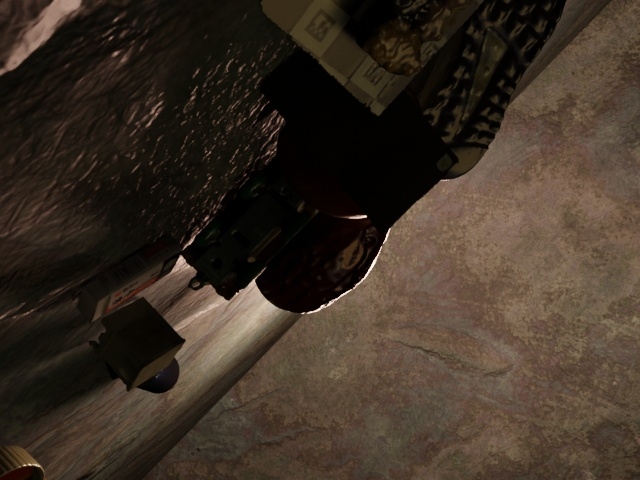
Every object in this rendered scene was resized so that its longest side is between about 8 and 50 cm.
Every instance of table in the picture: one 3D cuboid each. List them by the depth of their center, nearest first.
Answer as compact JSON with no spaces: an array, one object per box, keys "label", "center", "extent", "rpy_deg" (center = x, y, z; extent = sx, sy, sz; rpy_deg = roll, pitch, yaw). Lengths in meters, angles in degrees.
[{"label":"table","center":[-0.236,0.131,0.889],"extent":[0.079,0.083,0.062],"rpy_deg":[-32,164,-53]}]

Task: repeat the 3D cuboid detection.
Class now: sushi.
[{"label":"sushi","center":[0.087,-0.212,0.577],"extent":[0.215,0.050,0.192],"rpy_deg":[-47,142,10]}]

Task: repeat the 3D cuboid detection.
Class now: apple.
[{"label":"apple","center":[0.029,-0.101,0.775],"extent":[0.158,0.156,0.147],"rpy_deg":[-21,-161,41]}]

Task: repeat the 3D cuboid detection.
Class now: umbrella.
[{"label":"umbrella","center":[-0.031,-0.157,0.701],"extent":[0.122,0.022,0.013],"rpy_deg":[-37,-159,23]}]

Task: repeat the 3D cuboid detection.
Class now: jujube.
[{"label":"jujube","center":[0.000,0.000,1.097],"extent":[0.243,0.183,0.183],"rpy_deg":[-38,174,21]}]

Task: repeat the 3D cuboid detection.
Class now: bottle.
[{"label":"bottle","center":[-0.268,0.195,1.084],"extent":[0.082,0.072,0.244],"rpy_deg":[-21,167,-8]}]

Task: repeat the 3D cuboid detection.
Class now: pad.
[{"label":"pad","center":[0.042,-0.114,0.684],"extent":[0.116,0.193,0.004],"rpy_deg":[-44,-167,-10]}]

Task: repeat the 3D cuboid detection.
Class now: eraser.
[{"label":"eraser","center":[-0.208,0.041,0.766],"extent":[0.122,0.029,0.052],"rpy_deg":[-36,168,-42]}]

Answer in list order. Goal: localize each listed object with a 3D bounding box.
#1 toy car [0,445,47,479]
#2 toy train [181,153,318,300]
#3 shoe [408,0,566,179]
[{"label":"toy car","center":[-0.465,0.381,0.947],"extent":[0.235,0.145,0.235],"rpy_deg":[-45,154,-30]},{"label":"toy train","center":[-0.080,-0.019,0.890],"extent":[0.228,0.091,0.136],"rpy_deg":[-46,-178,8]},{"label":"shoe","center":[0.176,-0.252,0.848],"extent":[0.171,0.132,0.337],"rpy_deg":[-121,-132,-61]}]
